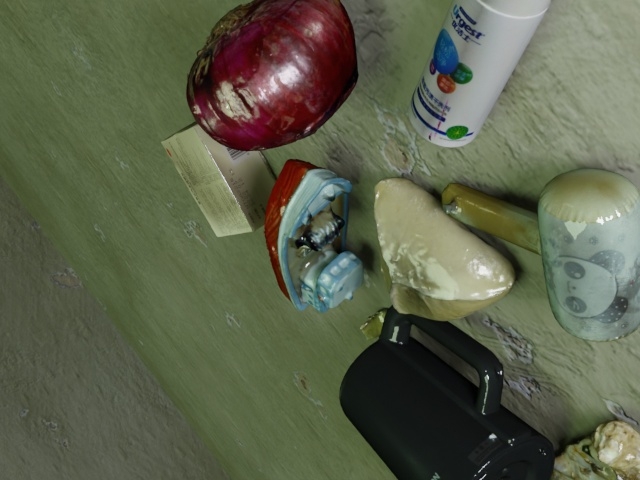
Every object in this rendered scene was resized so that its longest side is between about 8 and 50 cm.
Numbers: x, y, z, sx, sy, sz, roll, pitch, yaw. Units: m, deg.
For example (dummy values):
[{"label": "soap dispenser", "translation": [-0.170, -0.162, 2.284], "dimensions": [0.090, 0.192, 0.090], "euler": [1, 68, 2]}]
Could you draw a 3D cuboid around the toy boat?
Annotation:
[{"label": "toy boat", "translation": [0.000, 0.000, 1.284], "dimensions": [0.133, 0.145, 0.332], "euler": [38, 154, 26]}]

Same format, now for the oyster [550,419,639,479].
[{"label": "oyster", "translation": [0.394, 0.344, 1.165], "dimensions": [0.294, 0.094, 0.166], "euler": [123, 127, -71]}]

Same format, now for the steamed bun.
[{"label": "steamed bun", "translation": [0.149, 0.048, 1.156], "dimensions": [0.231, 0.110, 0.212], "euler": [41, 152, 24]}]

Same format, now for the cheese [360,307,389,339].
[{"label": "cheese", "translation": [0.107, 0.151, 1.407], "dimensions": [0.084, 0.041, 0.060], "euler": [-5, 126, 41]}]

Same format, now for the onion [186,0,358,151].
[{"label": "onion", "translation": [-0.060, -0.216, 1.045], "dimensions": [0.246, 0.246, 0.190], "euler": [4, 135, 55]}]

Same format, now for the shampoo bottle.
[{"label": "shampoo bottle", "translation": [0.173, -0.220, 0.834], "dimensions": [0.092, 0.092, 0.303], "euler": [45, 152, 15]}]

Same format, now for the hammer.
[{"label": "hammer", "translation": [0.246, -0.015, 0.965], "dimensions": [0.305, 0.113, 0.202], "euler": [31, 143, 50]}]

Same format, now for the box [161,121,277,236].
[{"label": "box", "translation": [-0.174, -0.120, 1.468], "dimensions": [0.168, 0.095, 0.212], "euler": [-7, 115, 57]}]

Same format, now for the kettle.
[{"label": "kettle", "translation": [0.172, 0.275, 1.241], "dimensions": [0.308, 0.203, 0.262], "euler": [40, 160, 46]}]
